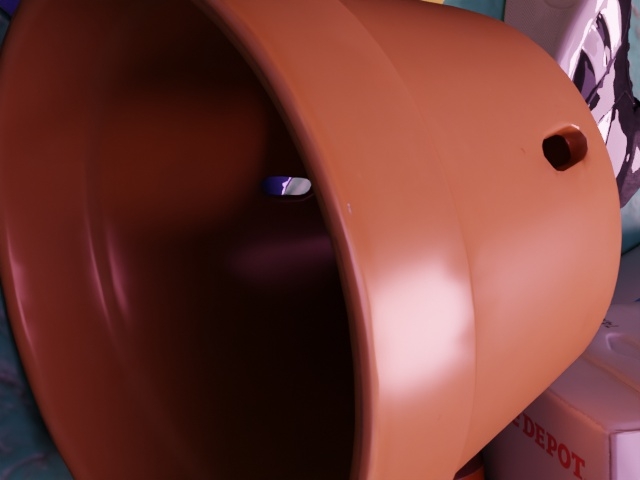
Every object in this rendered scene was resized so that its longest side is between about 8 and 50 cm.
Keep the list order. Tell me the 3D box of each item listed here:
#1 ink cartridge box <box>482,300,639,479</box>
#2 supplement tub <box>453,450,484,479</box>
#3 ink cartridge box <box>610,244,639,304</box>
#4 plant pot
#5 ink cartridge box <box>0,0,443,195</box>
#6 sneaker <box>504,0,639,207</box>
[{"bbox_3d":[0.207,0.187,0.701,0.197,0.198,0.270,-7,103,-13],"label":"ink cartridge box"},{"bbox_3d":[0.046,0.173,0.714,0.106,0.106,0.197,-7,95,-33],"label":"supplement tub"},{"bbox_3d":[0.253,0.105,0.862,0.140,0.082,0.190,-26,107,-30],"label":"ink cartridge box"},{"bbox_3d":[0.000,0.000,0.575,0.204,0.291,0.290,-17,101,-37],"label":"plant pot"},{"bbox_3d":[-0.045,-0.221,0.665,0.304,0.072,0.307,38,69,-29],"label":"ink cartridge box"},{"bbox_3d":[0.184,-0.118,0.820,0.121,0.079,0.216,13,92,-36],"label":"sneaker"}]
